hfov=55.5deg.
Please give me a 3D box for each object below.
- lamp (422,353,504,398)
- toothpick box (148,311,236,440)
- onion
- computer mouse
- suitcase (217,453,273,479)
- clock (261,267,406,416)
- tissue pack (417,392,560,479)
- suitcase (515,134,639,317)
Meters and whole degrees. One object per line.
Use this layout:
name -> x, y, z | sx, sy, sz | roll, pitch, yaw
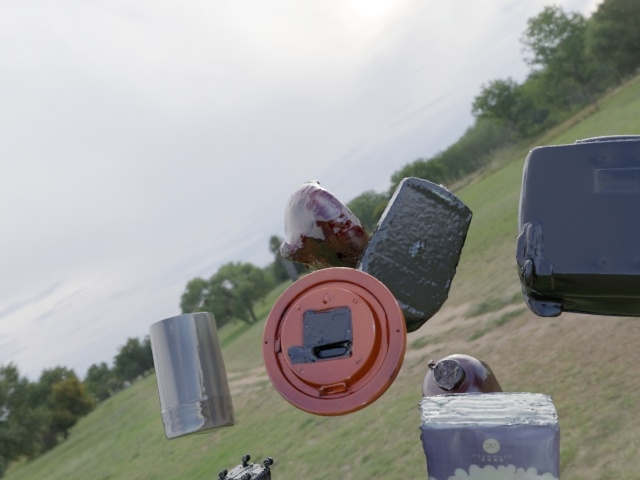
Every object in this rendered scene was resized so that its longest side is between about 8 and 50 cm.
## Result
lamp -> 0.328, 0.363, 1.391 | 0.180, 0.258, 0.180 | -20, 40, 18
toothpick box -> -0.205, 0.215, 0.965 | 0.111, 0.181, 0.111 | -14, -16, -4
onion -> 0.000, 0.000, 1.438 | 0.195, 0.272, 0.272 | -37, -1, -15
computer mouse -> 0.163, 0.029, 1.115 | 0.295, 0.168, 0.087 | -63, 6, -18
suitcase -> -0.113, 0.400, 0.922 | 0.059, 0.126, 0.086 | -1, 3, 28
clock -> 0.015, 0.133, 0.827 | 0.205, 0.205, 0.051 | -31, -30, 4
tissue pack -> 0.314, 0.458, 1.127 | 0.242, 0.344, 0.125 | -5, 16, 8
suitcase -> 0.529, -0.030, 1.080 | 0.345, 0.339, 0.188 | -1, -30, 26
